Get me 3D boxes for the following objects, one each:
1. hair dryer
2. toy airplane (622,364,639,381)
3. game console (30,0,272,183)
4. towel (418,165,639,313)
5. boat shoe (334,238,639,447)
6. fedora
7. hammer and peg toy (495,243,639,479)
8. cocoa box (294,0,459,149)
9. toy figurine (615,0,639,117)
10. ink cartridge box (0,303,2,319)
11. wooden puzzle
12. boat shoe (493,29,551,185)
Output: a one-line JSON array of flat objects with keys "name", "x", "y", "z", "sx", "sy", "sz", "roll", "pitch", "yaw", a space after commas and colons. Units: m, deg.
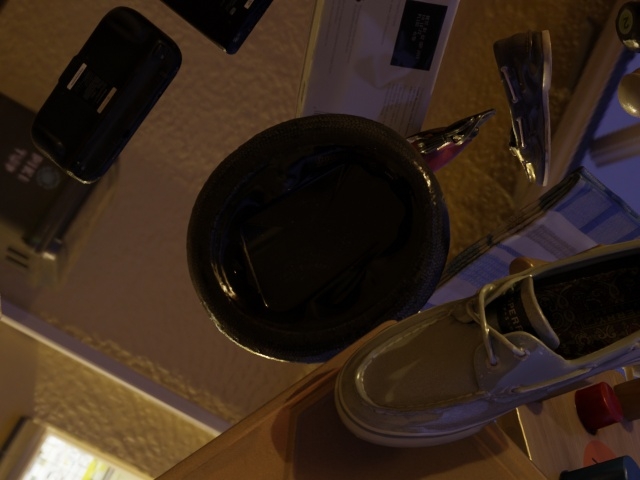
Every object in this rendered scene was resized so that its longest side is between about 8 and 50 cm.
[{"name": "hair dryer", "x": 0.210, "y": -0.156, "z": 1.308, "sx": 0.223, "sy": 0.080, "sz": 0.293, "roll": -19, "pitch": -173, "yaw": 21}, {"name": "toy airplane", "x": 0.634, "y": 0.143, "z": 1.243, "sx": 0.384, "sy": 0.386, "sz": 0.272, "roll": 5, "pitch": -124, "yaw": 45}, {"name": "game console", "x": -0.211, "y": -0.237, "z": 0.867, "sx": 0.361, "sy": 0.213, "sz": 0.044, "roll": -51, "pitch": 173, "yaw": 10}, {"name": "towel", "x": 0.275, "y": 0.047, "z": 0.972, "sx": 0.285, "sy": 0.209, "sz": 0.034, "roll": -42, "pitch": -147, "yaw": 28}, {"name": "boat shoe", "x": 0.113, "y": 0.048, "z": 0.430, "sx": 0.081, "sy": 0.227, "sz": 0.079, "roll": 75, "pitch": -4, "yaw": -58}, {"name": "fedora", "x": 0.000, "y": 0.000, "z": 1.006, "sx": 0.334, "sy": 0.334, "sz": 0.152, "roll": -58, "pitch": 174, "yaw": 2}, {"name": "hammer and peg toy", "x": 0.223, "y": 0.171, "z": 0.669, "sx": 0.127, "sy": 0.266, "sz": 0.361, "roll": -30, "pitch": -123, "yaw": 34}, {"name": "cocoa box", "x": 0.088, "y": -0.347, "z": 1.412, "sx": 0.228, "sy": 0.231, "sz": 0.347, "roll": -92, "pitch": -168, "yaw": -51}, {"name": "toy figurine", "x": 0.414, "y": -0.187, "z": 0.775, "sx": 0.148, "sy": 0.209, "sz": 0.213, "roll": -50, "pitch": 153, "yaw": -5}, {"name": "ink cartridge box", "x": -0.404, "y": 0.076, "z": 0.644, "sx": 0.218, "sy": 0.158, "sz": 0.092, "roll": -41, "pitch": -132, "yaw": 14}, {"name": "wooden puzzle", "x": 0.044, "y": 0.175, "z": 0.442, "sx": 0.238, "sy": 0.221, "sz": 0.044, "roll": -26, "pitch": 154, "yaw": -41}, {"name": "boat shoe", "x": 0.371, "y": -0.236, "z": 1.404, "sx": 0.335, "sy": 0.095, "sz": 0.112, "roll": 73, "pitch": 21, "yaw": -45}]
